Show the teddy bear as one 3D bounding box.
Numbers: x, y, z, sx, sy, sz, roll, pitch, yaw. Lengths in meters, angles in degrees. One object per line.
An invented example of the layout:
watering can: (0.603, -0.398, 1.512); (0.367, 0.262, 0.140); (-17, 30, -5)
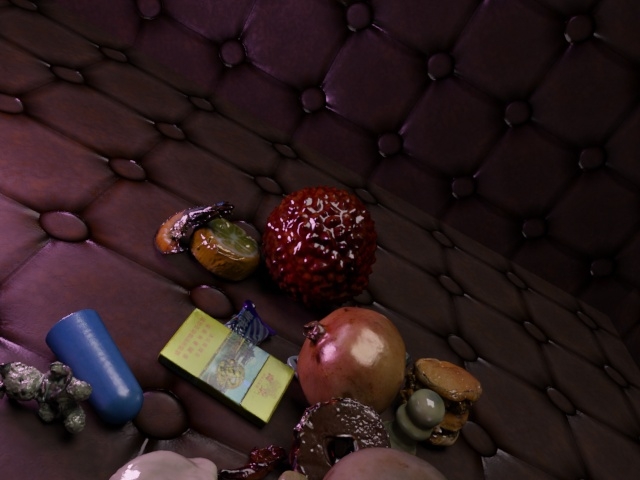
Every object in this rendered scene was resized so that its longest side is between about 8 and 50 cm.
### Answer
teddy bear: (-0.580, 0.315, 1.297); (0.213, 0.133, 0.111); (19, 5, 4)

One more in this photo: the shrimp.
shrimp: (-0.414, -0.041, 1.964); (0.222, 0.290, 0.054); (-96, 165, -55)

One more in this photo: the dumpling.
dumpling: (-0.298, 0.503, 1.152); (0.187, 0.242, 0.318); (58, 34, -15)

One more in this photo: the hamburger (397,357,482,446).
hamburger: (0.365, 0.502, 1.904); (0.245, 0.211, 0.260); (23, 21, -2)

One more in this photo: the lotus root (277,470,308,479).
lotus root: (-0.069, 0.611, 1.360); (0.090, 0.077, 0.183); (24, 43, -9)

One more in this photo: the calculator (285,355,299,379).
calculator: (-0.052, 0.392, 1.850); (0.153, 0.021, 0.095); (3, 38, -46)

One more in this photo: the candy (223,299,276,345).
candy: (-0.235, 0.277, 1.796); (0.145, 0.070, 0.275); (43, 30, 6)

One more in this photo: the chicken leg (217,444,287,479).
chicken leg: (-0.157, 0.539, 1.451); (0.093, 0.053, 0.205); (20, 10, 30)

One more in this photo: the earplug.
earplug: (-0.507, 0.302, 1.395); (0.273, 0.132, 0.132); (47, 30, 21)

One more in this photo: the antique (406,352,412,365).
antique: (0.204, 0.413, 1.912); (0.086, 0.183, 0.088); (41, 28, 17)

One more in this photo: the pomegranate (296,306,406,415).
pomegranate: (0.076, 0.340, 1.723); (0.338, 0.338, 0.338); (25, 27, -14)

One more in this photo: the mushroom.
mushroom: (0.144, 0.638, 1.305); (0.362, 0.295, 0.362); (17, 39, -14)

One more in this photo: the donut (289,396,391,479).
donut: (0.048, 0.526, 1.511); (0.269, 0.103, 0.270); (4, 70, -10)

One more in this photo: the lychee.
lychee: (0.000, 0.000, 2.123); (0.424, 0.424, 0.500); (15, 51, -31)

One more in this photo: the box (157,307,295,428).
box: (-0.249, 0.341, 1.639); (0.335, 0.047, 0.187); (33, 43, 0)

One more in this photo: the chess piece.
chess piece: (0.250, 0.519, 1.699); (0.144, 0.251, 0.144); (25, 27, -14)

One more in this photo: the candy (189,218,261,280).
candy: (-0.323, 0.026, 2.079); (0.259, 0.118, 0.260); (28, 26, -15)
